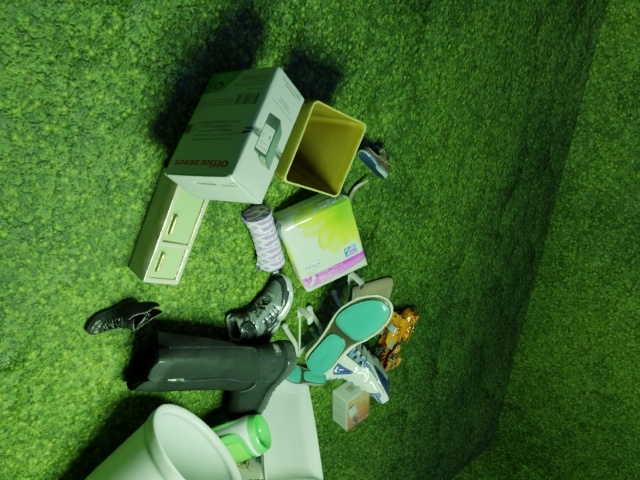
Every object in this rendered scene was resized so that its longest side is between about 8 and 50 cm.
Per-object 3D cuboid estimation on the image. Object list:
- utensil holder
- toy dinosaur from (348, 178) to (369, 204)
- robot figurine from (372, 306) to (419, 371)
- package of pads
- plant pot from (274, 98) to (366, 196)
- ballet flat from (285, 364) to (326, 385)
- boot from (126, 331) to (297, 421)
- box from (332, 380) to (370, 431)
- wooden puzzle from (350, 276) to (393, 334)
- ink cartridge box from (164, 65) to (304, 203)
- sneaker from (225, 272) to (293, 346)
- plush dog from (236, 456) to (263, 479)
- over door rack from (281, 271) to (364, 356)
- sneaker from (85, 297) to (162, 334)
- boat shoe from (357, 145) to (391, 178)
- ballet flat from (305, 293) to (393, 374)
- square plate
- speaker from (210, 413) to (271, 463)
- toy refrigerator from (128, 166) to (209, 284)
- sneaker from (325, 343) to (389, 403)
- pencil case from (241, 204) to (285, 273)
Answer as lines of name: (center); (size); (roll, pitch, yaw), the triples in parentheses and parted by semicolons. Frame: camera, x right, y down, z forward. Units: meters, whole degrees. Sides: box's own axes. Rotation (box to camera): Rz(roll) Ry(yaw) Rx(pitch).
utensil holder: (-0.458, 0.686, 1.491); (0.385, 0.327, 0.327); (-42, 139, 3)
toy dinosaur: (0.073, -0.086, 1.816); (0.118, 0.064, 0.268); (9, 107, -63)
robot figurine: (0.301, 0.421, 2.321); (0.211, 0.085, 0.290); (-4, 118, -53)
package of pads: (0.000, 0.000, 1.717); (0.229, 0.101, 0.296); (-24, 131, -7)
plant pot: (-0.044, -0.260, 1.494); (0.212, 0.187, 0.212); (12, 103, -48)
ballet flat: (-0.077, 0.479, 1.989); (0.213, 0.068, 0.072); (21, 57, -31)
boot: (-0.338, 0.411, 1.618); (0.446, 0.146, 0.367); (8, 125, -42)
box: (0.125, 0.665, 2.294); (0.130, 0.091, 0.170); (-26, 129, -34)
wooden puzzle: (0.178, 0.265, 2.152); (0.221, 0.044, 0.238); (-11, 116, -41)
ink cartridge box: (-0.193, -0.236, 1.274); (0.121, 0.211, 0.289); (44, 60, -50)
sneaker: (-0.189, 0.218, 1.696); (0.153, 0.101, 0.268); (14, 105, -51)
plush dog: (-0.176, 0.711, 1.963); (0.225, 0.211, 0.262); (-44, 143, -53)
over door rack: (-0.002, 0.236, 1.858); (0.240, 0.108, 0.324); (-32, 158, -28)
sneaker: (-0.486, 0.195, 1.391); (0.170, 0.089, 0.051); (-31, 132, -30)
boat shoe: (0.177, -0.267, 1.818); (0.066, 0.066, 0.183); (-62, 150, -5)
ballet flat: (0.092, 0.282, 1.821); (0.139, 0.139, 0.400); (3, 136, -47)
square plate: (-0.118, 0.640, 1.903); (0.049, 0.346, 0.344); (-24, 150, 23)
speaker: (-0.305, 0.628, 1.708); (0.297, 0.131, 0.131); (-23, 138, 11)
toy refrigerator: (-0.364, -0.031, 1.377); (0.102, 0.094, 0.269); (12, 104, -49)
sneaker: (0.110, 0.477, 2.090); (0.182, 0.127, 0.315); (-33, 100, 19)
pencil case: (-0.162, -0.004, 1.613); (0.088, 0.086, 0.206); (-15, 127, -5)
